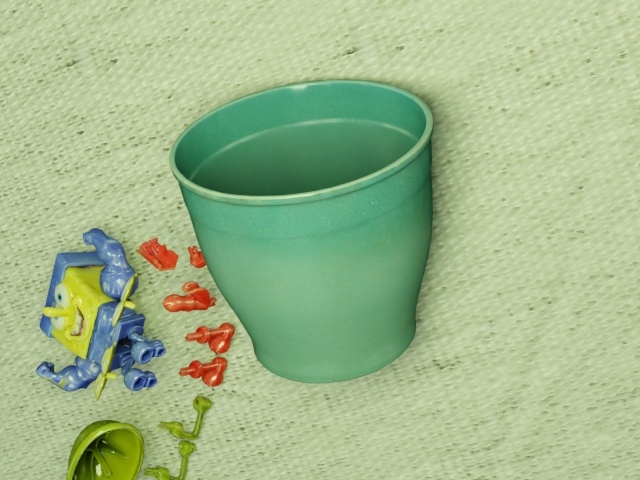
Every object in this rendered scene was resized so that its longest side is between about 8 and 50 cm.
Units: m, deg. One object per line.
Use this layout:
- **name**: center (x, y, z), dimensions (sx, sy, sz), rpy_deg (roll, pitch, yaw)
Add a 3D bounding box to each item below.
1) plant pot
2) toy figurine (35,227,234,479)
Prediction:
- **plant pot**: center (0.000, 0.000, 1.544), dimensions (0.272, 0.271, 0.255), rpy_deg (-1, 120, 17)
- **toy figurine**: center (-0.247, 0.112, 1.731), dimensions (0.217, 0.191, 0.362), rpy_deg (39, 124, 35)
